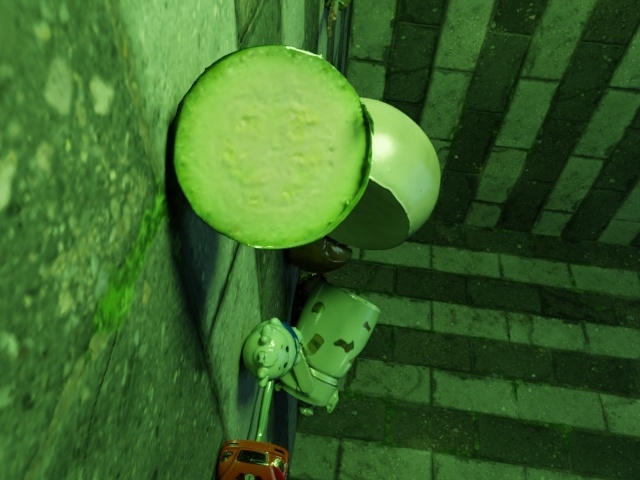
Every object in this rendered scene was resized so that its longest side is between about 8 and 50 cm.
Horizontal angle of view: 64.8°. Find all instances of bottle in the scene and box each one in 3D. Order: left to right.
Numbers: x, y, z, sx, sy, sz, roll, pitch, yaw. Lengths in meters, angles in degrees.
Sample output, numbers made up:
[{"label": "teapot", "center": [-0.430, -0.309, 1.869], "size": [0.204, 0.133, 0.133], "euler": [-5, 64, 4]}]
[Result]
[{"label": "bottle", "center": [-0.003, 0.301, 1.411], "size": [0.352, 0.229, 0.229], "euler": [-62, 174, -7]}]

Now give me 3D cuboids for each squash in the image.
[{"label": "squash", "center": [-0.042, -0.083, 0.459], "size": [0.123, 0.170, 0.170], "euler": [-119, -146, -75]}]

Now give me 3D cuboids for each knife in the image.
[{"label": "knife", "center": [-0.139, 0.451, 1.131], "size": [0.043, 0.019, 0.293], "euler": [93, 6, -74]}]

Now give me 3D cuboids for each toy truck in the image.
[{"label": "toy truck", "center": [-0.114, 0.436, 0.754], "size": [0.114, 0.107, 0.253], "euler": [-67, 165, -79]}]

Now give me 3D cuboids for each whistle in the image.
[{"label": "whistle", "center": [-0.081, 0.191, 0.890], "size": [0.244, 0.091, 0.110], "euler": [57, 37, -83]}]

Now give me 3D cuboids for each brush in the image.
[{"label": "brush", "center": [0.037, -0.627, 1.334], "size": [0.084, 0.071, 0.301], "euler": [75, 20, -50]}]

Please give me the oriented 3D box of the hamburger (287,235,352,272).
[{"label": "hamburger", "center": [0.000, 0.000, 1.309], "size": [0.282, 0.245, 0.156], "euler": [23, 75, -40]}]

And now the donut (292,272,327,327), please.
[{"label": "donut", "center": [-0.036, 0.236, 1.717], "size": [0.270, 0.103, 0.270], "euler": [9, 90, -89]}]

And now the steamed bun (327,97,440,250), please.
[{"label": "steamed bun", "center": [0.082, -0.137, 1.007], "size": [0.324, 0.324, 0.207], "euler": [91, 20, -62]}]
